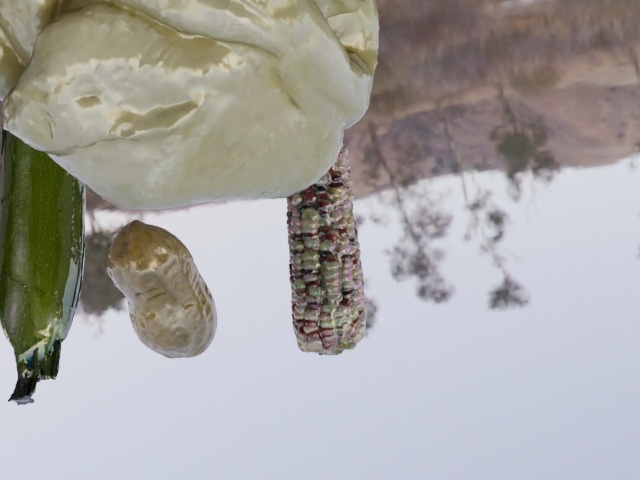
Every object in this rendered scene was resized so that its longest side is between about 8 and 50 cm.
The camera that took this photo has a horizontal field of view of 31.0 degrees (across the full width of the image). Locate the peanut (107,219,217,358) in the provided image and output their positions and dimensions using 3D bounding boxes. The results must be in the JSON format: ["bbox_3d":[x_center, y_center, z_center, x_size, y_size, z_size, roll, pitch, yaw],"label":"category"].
[{"bbox_3d":[-0.178,0.062,1.312,0.095,0.226,0.108,-7,-130,8],"label":"peanut"}]

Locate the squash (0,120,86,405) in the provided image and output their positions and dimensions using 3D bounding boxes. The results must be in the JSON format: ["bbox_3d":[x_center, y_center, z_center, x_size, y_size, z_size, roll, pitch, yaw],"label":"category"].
[{"bbox_3d":[-0.255,-0.009,1.051,0.087,0.332,0.087,-3,156,-1],"label":"squash"}]

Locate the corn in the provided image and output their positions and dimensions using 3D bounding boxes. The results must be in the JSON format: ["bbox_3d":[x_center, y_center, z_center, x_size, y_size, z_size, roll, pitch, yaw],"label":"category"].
[{"bbox_3d":[0.000,0.000,1.376,0.092,0.281,0.092,-6,-179,0],"label":"corn"}]

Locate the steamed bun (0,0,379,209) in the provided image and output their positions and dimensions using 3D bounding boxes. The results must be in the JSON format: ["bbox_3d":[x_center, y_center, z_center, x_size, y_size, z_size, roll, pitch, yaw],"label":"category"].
[{"bbox_3d":[-0.128,-0.198,0.864,0.325,0.372,0.230,-39,169,-32],"label":"steamed bun"}]
